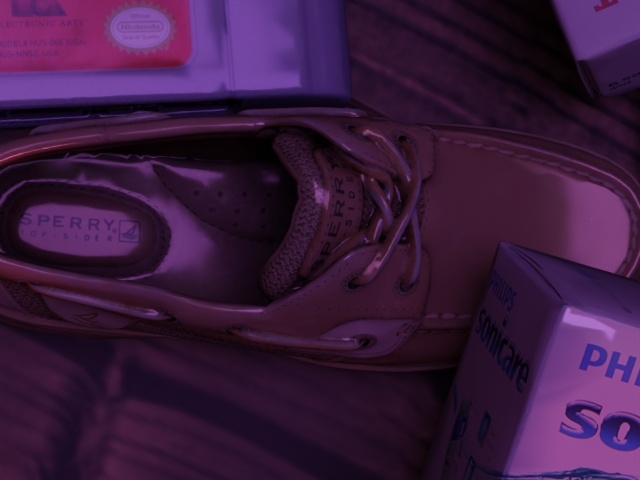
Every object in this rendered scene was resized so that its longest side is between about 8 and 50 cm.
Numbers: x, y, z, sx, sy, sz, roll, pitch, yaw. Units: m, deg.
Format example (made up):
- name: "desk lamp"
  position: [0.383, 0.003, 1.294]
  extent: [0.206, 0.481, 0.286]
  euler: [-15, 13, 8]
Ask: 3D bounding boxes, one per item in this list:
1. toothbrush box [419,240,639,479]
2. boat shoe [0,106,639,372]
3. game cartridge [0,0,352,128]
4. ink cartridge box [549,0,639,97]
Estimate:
- name: "toothbrush box"
  position: [0.140, 0.175, 0.613]
  extent: [0.216, 0.126, 0.295]
  euler: [15, 100, -8]
- name: "boat shoe"
  position: [0.000, 0.000, 0.660]
  extent: [0.341, 0.110, 0.121]
  euler: [-2, 83, -10]
- name: "game cartridge"
  position: [-0.137, -0.152, 0.687]
  extent: [0.294, 0.060, 0.196]
  euler: [-4, 80, -11]
- name: "ink cartridge box"
  position: [0.160, -0.195, 0.683]
  extent: [0.154, 0.093, 0.212]
  euler: [-21, 79, 14]
